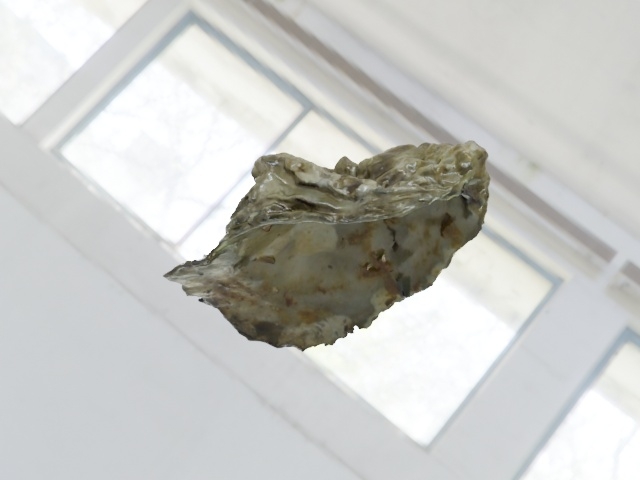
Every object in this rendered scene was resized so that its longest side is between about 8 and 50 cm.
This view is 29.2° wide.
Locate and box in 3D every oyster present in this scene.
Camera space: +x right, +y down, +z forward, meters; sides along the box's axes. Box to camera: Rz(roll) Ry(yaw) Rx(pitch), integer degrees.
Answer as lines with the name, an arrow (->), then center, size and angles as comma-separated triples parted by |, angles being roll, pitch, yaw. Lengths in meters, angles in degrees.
oyster -> 0.007, -0.002, 0.611 | 0.105, 0.056, 0.177 | 35, -52, -27
